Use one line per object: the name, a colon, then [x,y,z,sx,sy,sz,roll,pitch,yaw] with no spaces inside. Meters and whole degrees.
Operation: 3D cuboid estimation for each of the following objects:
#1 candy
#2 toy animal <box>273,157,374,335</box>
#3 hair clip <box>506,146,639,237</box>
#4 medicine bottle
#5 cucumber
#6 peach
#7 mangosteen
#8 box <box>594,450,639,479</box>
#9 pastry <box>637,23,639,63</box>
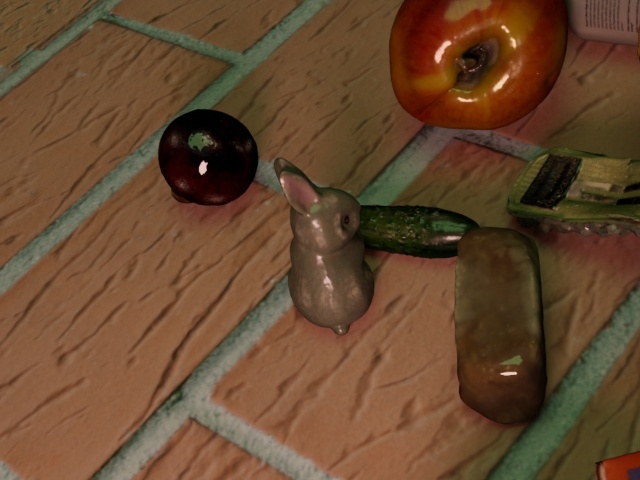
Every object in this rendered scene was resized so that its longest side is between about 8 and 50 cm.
candy: [0.208,0.091,1.243,0.102,0.104,0.234,-3,45,14]
toy animal: [0.010,0.001,1.310,0.108,0.236,0.138,-11,46,-7]
hair clip: [0.378,-0.051,1.308,0.321,0.091,0.138,4,58,55]
medicine bottle: [0.466,-0.365,1.578,0.288,0.157,0.157,14,52,28]
cucumber: [0.101,-0.014,1.414,0.227,0.069,0.069,6,48,27]
peach: [0.219,-0.277,1.520,0.281,0.238,0.281,-42,11,10]
mangosteen: [-0.166,-0.113,1.554,0.152,0.152,0.152,-9,44,9]
box: [0.432,0.306,0.788,0.348,0.257,0.319,-21,42,23]
pastry: [0.560,-0.235,1.260,0.388,0.389,0.312,24,58,34]
